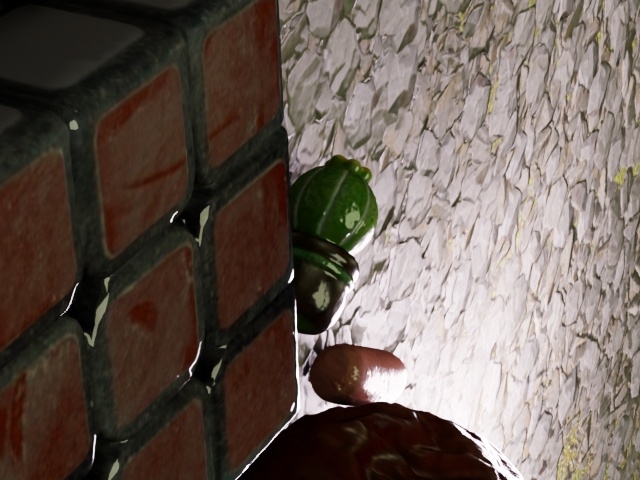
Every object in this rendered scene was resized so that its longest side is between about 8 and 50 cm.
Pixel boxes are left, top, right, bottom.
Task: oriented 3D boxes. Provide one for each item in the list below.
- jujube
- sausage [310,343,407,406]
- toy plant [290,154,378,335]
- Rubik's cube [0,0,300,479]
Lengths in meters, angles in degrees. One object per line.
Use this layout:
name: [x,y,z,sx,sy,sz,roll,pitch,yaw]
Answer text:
jujube: [0.063,0.290,1.728,0.377,0.276,0.276,3,101,-61]
sausage: [0.040,0.138,1.824,0.154,0.062,0.062,15,89,-65]
toy plant: [0.000,0.000,1.631,0.162,0.093,0.093,-66,154,-18]
Rubik's cube: [-0.212,0.012,0.951,0.304,0.301,0.305,-41,140,-49]
